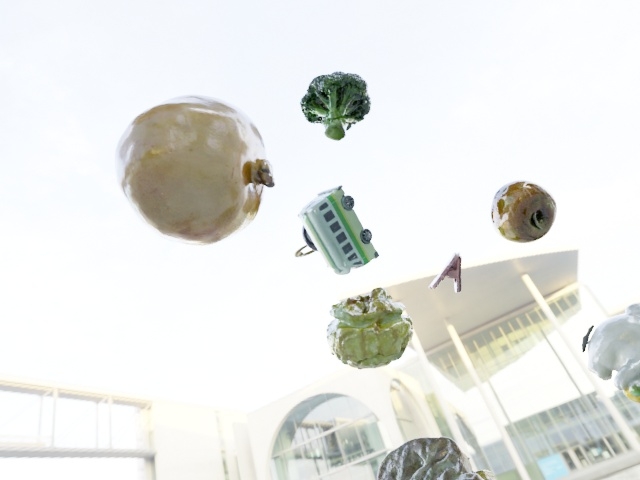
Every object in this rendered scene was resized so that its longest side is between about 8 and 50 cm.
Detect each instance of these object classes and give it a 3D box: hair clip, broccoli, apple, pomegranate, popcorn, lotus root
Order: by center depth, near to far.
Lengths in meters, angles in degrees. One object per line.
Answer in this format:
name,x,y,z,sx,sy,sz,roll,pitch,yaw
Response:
apple,0.354,-0.051,0.778,0.099,0.102,0.114,-33,-64,-5
popcorn,0.124,0.230,1.109,0.221,0.204,0.183,-14,-73,1
pomegranate,-0.301,-0.176,1.133,0.412,0.411,0.411,-14,-34,-9
lotus root,0.291,0.729,1.170,0.375,0.390,0.111,-47,-63,-8
hair clip,0.419,0.104,1.462,0.102,0.138,0.123,2,-1,10
broccoli,0.056,-0.521,1.739,0.298,0.297,0.297,8,-30,5

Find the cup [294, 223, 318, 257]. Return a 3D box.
cup,0.019,0.007,1.788,0.255,0.178,0.256,-58,-21,8

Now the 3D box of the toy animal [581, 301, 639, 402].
toy animal,0.756,0.265,0.929,0.183,0.310,0.247,42,-99,-22

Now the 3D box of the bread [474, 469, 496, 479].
bread,0.472,0.726,1.321,0.090,0.035,0.094,-34,-45,19

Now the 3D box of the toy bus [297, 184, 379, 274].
toy bus,0.056,-0.022,1.427,0.165,0.276,0.134,-38,15,-32
